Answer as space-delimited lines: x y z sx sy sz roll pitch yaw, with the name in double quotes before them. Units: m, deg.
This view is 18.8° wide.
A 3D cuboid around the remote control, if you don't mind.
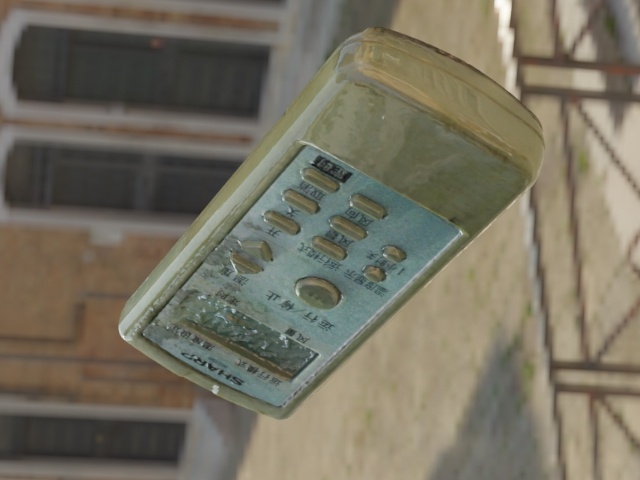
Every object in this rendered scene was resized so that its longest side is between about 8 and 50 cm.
"remote control" 0.000 0.000 0.843 0.233 0.098 0.038 -46 20 46
